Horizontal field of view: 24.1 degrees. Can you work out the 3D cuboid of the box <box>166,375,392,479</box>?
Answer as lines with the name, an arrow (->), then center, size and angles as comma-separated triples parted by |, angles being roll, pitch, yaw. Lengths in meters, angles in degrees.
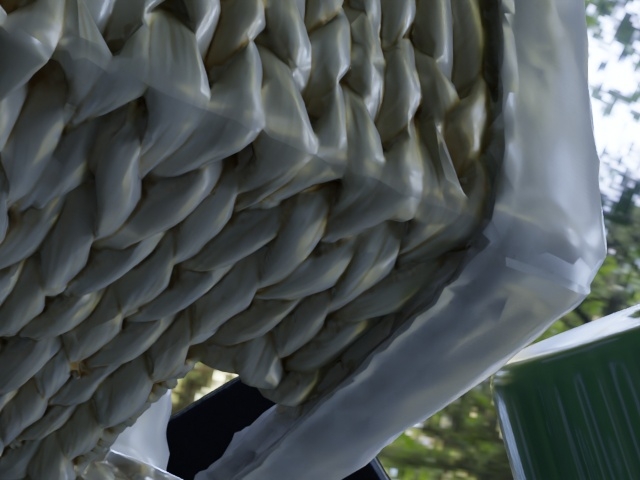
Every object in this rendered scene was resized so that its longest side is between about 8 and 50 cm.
box -> -0.100, 0.244, 0.869 | 0.343, 0.312, 0.179 | -31, -104, -5

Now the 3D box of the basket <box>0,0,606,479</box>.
basket -> -0.102, -0.076, 0.555 | 0.328, 0.266, 0.331 | -44, -144, 45

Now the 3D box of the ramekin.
ramekin -> 0.262, 0.111, 1.008 | 0.303, 0.303, 0.148 | -23, -95, 43
